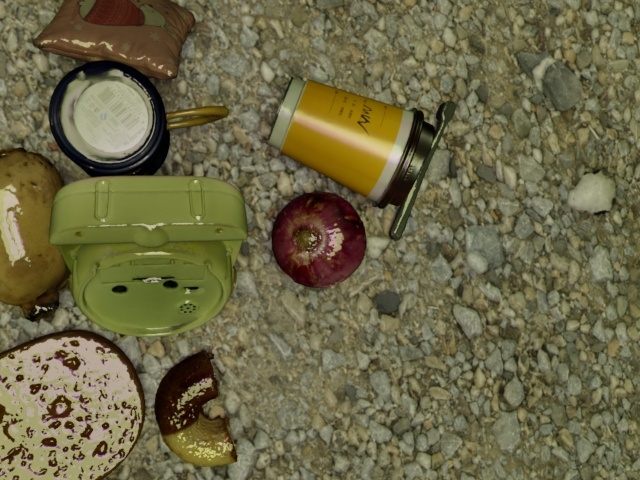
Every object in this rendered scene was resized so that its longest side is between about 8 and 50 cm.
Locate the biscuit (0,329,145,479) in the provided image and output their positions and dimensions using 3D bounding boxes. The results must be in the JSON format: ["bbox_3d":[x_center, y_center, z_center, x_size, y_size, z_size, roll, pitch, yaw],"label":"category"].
[{"bbox_3d":[-0.475,0.332,1.107,0.367,0.063,0.314,-25,92,-23],"label":"biscuit"}]

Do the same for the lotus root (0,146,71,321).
[{"bbox_3d":[-0.485,-0.007,1.067,0.160,0.146,0.285,-15,97,-32],"label":"lotus root"}]

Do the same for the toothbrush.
[{"bbox_3d":[0.199,-0.138,1.290,0.030,0.030,0.298,23,89,-23],"label":"toothbrush"}]

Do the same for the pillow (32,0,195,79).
[{"bbox_3d":[-0.329,-0.357,1.080,0.223,0.236,0.084,12,135,-12],"label":"pillow"}]

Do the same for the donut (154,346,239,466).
[{"bbox_3d":[-0.225,0.326,1.183,0.141,0.085,0.217,-20,99,-12],"label":"donut"}]

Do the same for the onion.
[{"bbox_3d":[-0.003,-0.002,1.190,0.177,0.153,0.178,-1,99,-4],"label":"onion"}]

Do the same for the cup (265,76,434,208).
[{"bbox_3d":[0.053,-0.182,1.179,0.279,0.196,0.197,21,88,-6],"label":"cup"}]

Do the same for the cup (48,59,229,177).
[{"bbox_3d":[-0.297,-0.206,1.050,0.255,0.256,0.178,-39,101,-10],"label":"cup"}]

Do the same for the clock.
[{"bbox_3d":[-0.268,0.047,1.054,0.285,0.349,0.117,-2,51,-13],"label":"clock"}]
